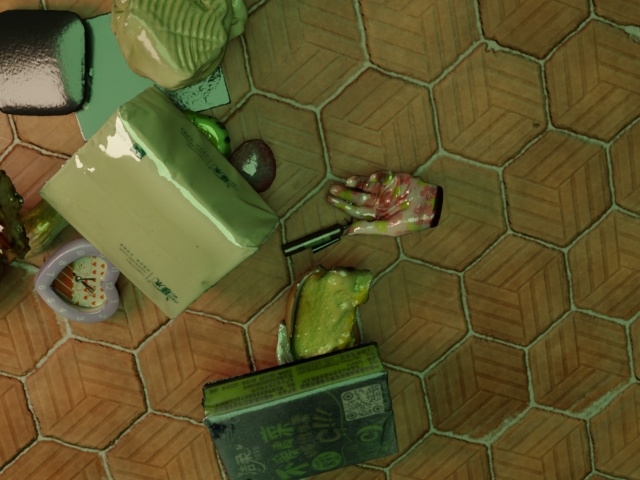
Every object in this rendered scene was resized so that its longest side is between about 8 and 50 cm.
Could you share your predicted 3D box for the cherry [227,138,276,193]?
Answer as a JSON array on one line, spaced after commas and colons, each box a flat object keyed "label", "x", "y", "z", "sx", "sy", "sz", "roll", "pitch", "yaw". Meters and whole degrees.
[{"label": "cherry", "x": -0.162, "y": -0.114, "z": 1.567, "sx": 0.107, "sy": 0.090, "sz": 0.225, "roll": 12, "pitch": 109, "yaw": -26}]

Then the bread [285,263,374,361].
[{"label": "bread", "x": 0.009, "y": 0.138, "z": 1.605, "sx": 0.174, "sy": 0.133, "sz": 0.251, "roll": 1, "pitch": 117, "yaw": -14}]

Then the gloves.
[{"label": "gloves", "x": 0.136, "y": -0.082, "z": 1.589, "sx": 0.241, "sy": 0.126, "sz": 0.145, "roll": 9, "pitch": 107, "yaw": 20}]

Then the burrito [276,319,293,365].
[{"label": "burrito", "x": -0.070, "y": 0.244, "z": 1.662, "sx": 0.074, "sy": 0.044, "sz": 0.118, "roll": 11, "pitch": 97, "yaw": -11}]

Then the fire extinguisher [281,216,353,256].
[{"label": "fire extinguisher", "x": 0.000, "y": 0.000, "z": 1.629, "sx": 0.173, "sy": 0.035, "sz": 0.049, "roll": -22, "pitch": 99, "yaw": 2}]

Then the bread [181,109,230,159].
[{"label": "bread", "x": -0.259, "y": -0.211, "z": 1.541, "sx": 0.139, "sy": 0.071, "sz": 0.130, "roll": 0, "pitch": 102, "yaw": 2}]

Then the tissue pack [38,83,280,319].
[{"label": "tissue pack", "x": -0.311, "y": -0.072, "z": 1.458, "sx": 0.380, "sy": 0.207, "sz": 0.297, "roll": 45, "pitch": 121, "yaw": -11}]

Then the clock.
[{"label": "clock", "x": -0.509, "y": 0.080, "z": 1.535, "sx": 0.172, "sy": 0.064, "sz": 0.198, "roll": -1, "pitch": 120, "yaw": -18}]

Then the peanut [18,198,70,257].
[{"label": "peanut", "x": -0.576, "y": -0.040, "z": 1.538, "sx": 0.207, "sy": 0.087, "sz": 0.087, "roll": -42, "pitch": 102, "yaw": 1}]

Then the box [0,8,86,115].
[{"label": "box", "x": -0.573, "y": -0.360, "z": 1.491, "sx": 0.201, "sy": 0.042, "sz": 0.212, "roll": 2, "pitch": 103, "yaw": 1}]

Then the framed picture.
[{"label": "framed picture", "x": -0.377, "y": -0.365, "z": 1.532, "sx": 0.324, "sy": 0.013, "sz": 0.244, "roll": -16, "pitch": 101, "yaw": -2}]

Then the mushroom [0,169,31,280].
[{"label": "mushroom", "x": -0.762, "y": 0.025, "z": 1.414, "sx": 0.334, "sy": 0.356, "sz": 0.331, "roll": -24, "pitch": 123, "yaw": -34}]

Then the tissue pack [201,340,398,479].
[{"label": "tissue pack", "x": -0.037, "y": 0.397, "z": 1.609, "sx": 0.394, "sy": 0.124, "sz": 0.288, "roll": -15, "pitch": 126, "yaw": -4}]

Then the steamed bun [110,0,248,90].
[{"label": "steamed bun", "x": -0.284, "y": -0.444, "z": 1.421, "sx": 0.276, "sy": 0.203, "sz": 0.289, "roll": -27, "pitch": 103, "yaw": -28}]
